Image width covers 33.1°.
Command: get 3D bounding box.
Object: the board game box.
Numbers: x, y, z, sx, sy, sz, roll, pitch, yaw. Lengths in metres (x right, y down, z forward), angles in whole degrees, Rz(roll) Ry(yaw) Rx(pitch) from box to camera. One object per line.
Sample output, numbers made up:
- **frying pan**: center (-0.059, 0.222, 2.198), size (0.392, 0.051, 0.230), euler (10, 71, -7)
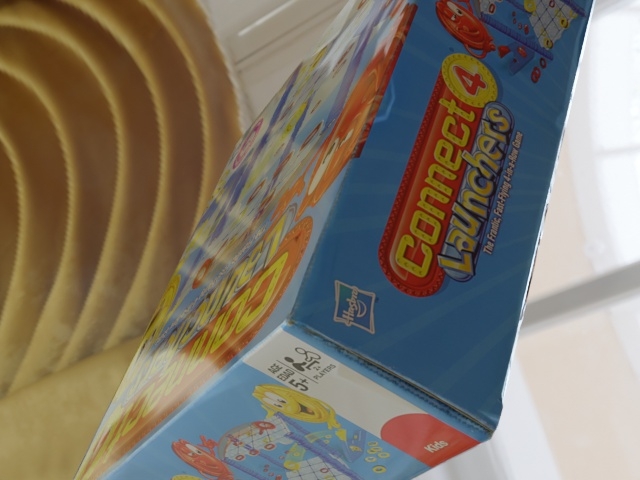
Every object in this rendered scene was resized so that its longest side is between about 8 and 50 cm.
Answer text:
- **board game box**: center (0.000, 0.000, 0.560), size (0.086, 0.308, 0.302), euler (31, -128, -12)
